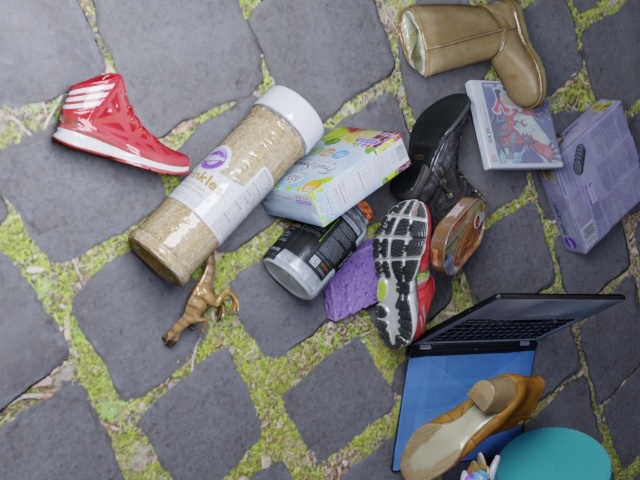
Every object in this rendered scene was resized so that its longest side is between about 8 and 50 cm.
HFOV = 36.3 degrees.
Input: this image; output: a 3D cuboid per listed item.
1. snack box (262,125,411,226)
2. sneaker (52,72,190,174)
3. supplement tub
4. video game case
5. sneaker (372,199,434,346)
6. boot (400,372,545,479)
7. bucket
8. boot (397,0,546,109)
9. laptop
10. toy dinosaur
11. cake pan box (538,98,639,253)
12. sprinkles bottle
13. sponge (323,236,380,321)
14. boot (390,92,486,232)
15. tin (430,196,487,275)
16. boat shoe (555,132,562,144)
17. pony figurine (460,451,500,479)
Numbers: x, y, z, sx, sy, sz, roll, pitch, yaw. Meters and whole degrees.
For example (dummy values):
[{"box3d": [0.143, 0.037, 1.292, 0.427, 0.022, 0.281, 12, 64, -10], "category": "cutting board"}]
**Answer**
[{"box3d": [0.019, -0.113, 1.653, 0.207, 0.174, 0.070, -38, 118, -25], "category": "snack box"}, {"box3d": [-0.282, -0.178, 1.473, 0.221, 0.087, 0.128, 14, 93, -39], "category": "sneaker"}, {"box3d": [0.000, 0.000, 1.699, 0.190, 0.117, 0.117, -49, 124, -17], "category": "supplement tub"}, {"box3d": [0.387, -0.229, 1.944, 0.201, 0.023, 0.183, -4, 77, -33], "category": "video game case"}, {"box3d": [0.165, 0.057, 1.824, 0.118, 0.107, 0.279, -11, 110, -55], "category": "sneaker"}, {"box3d": [0.308, 0.374, 1.921, 0.211, 0.104, 0.295, 11, 125, -48], "category": "boot"}, {"box3d": [0.500, 0.545, 2.079, 0.281, 0.281, 0.183, -31, 123, -28], "category": "bucket"}, {"box3d": [0.286, -0.340, 1.846, 0.269, 0.089, 0.236, -17, 86, -34], "category": "boot"}, {"box3d": [0.380, 0.285, 1.976, 0.382, 0.408, 0.236, 2, 65, -37], "category": "laptop"}, {"box3d": [-0.189, 0.085, 1.610, 0.112, 0.064, 0.211, 25, 84, -36], "category": "toy dinosaur"}, {"box3d": [0.602, -0.138, 2.149, 0.246, 0.070, 0.267, -40, 120, -21], "category": "cake pan box"}, {"box3d": [-0.147, -0.090, 1.568, 0.355, 0.121, 0.121, -49, 124, -18], "category": "sprinkles bottle"}, {"box3d": [0.094, 0.060, 1.835, 0.210, 0.031, 0.117, -23, 113, -32], "category": "sponge"}, {"box3d": [0.254, -0.126, 1.893, 0.229, 0.091, 0.263, 37, 81, -41], "category": "boot"}, {"box3d": [0.259, -0.012, 1.828, 0.189, 0.040, 0.106, -43, 139, -44], "category": "tin"}, {"box3d": [0.432, -0.185, 2.022, 0.170, 0.063, 0.059, -17, 122, -32], "category": "boat shoe"}, {"box3d": [0.265, 0.630, 1.894, 0.351, 0.303, 0.363, -32, 114, -22], "category": "pony figurine"}]
